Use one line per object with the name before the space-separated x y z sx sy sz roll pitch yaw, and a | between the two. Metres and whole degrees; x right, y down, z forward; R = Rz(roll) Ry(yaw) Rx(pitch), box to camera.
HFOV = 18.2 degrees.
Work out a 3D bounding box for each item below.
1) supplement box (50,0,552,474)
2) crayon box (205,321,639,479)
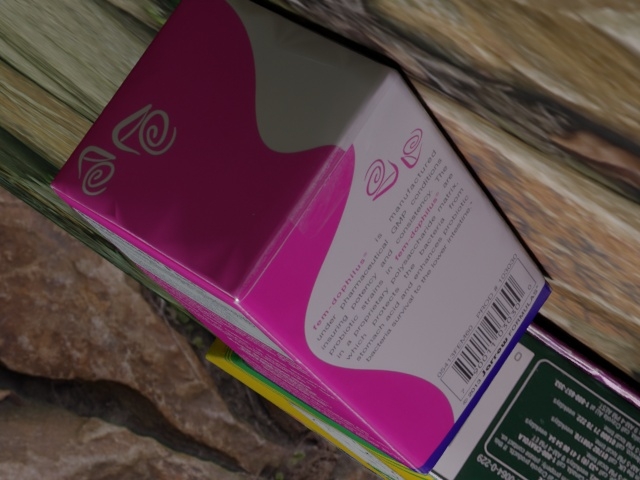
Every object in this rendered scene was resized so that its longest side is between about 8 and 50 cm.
supplement box | 0.000 0.000 0.863 0.114 0.111 0.220 30 170 30
crayon box | 0.121 0.134 1.178 0.363 0.106 0.313 35 172 -6
